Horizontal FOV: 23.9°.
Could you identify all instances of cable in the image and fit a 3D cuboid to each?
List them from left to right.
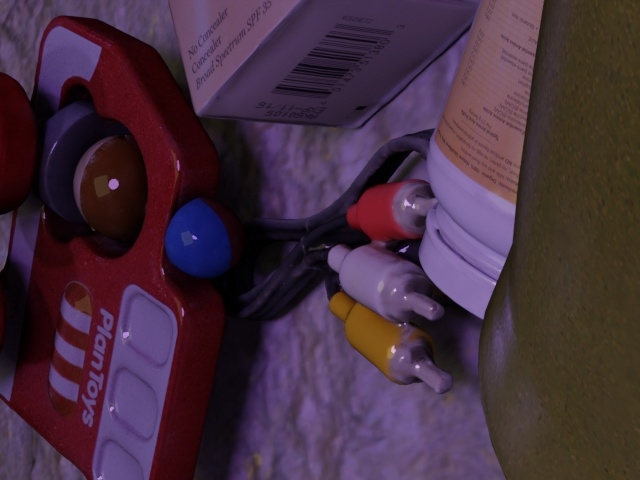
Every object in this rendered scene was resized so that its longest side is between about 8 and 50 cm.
[{"bbox_3d":[0.000,0.000,0.898,0.287,0.072,0.139,9,97,55],"label":"cable"}]

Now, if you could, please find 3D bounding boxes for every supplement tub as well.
[{"bbox_3d":[0.131,-0.063,0.655,0.144,0.144,0.199,44,123,47],"label":"supplement tub"}]

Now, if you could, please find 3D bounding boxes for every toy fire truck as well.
[{"bbox_3d":[-0.146,0.014,1.035,0.254,0.169,0.302,31,114,40],"label":"toy fire truck"}]

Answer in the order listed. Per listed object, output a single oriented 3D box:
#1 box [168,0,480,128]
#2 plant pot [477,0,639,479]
[{"bbox_3d":[-0.026,-0.237,0.903,0.148,0.121,0.311,-43,55,46],"label":"box"},{"bbox_3d":[0.208,-0.046,0.411,0.366,0.367,0.353,62,146,35],"label":"plant pot"}]
